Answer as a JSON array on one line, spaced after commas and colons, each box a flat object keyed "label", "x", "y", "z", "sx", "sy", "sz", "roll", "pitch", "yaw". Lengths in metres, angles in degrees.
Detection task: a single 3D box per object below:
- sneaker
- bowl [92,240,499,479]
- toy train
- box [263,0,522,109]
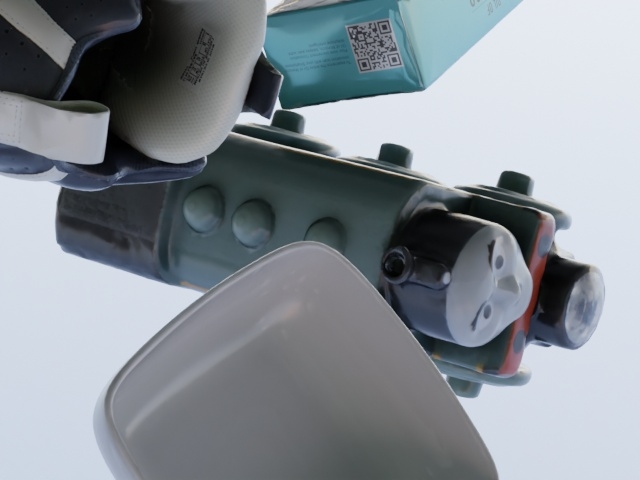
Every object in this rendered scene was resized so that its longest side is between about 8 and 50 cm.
[{"label": "sneaker", "x": -0.071, "y": -0.078, "z": 0.662, "sx": 0.153, "sy": 0.094, "sz": 0.235, "roll": 18, "pitch": -159, "yaw": 16}, {"label": "bowl", "x": -0.014, "y": 0.086, "z": 0.752, "sx": 0.142, "sy": 0.142, "sz": 0.053, "roll": -36, "pitch": 180, "yaw": -36}, {"label": "toy train", "x": 0.000, "y": 0.000, "z": 1.148, "sx": 0.334, "sy": 0.142, "sz": 0.190, "roll": 17, "pitch": -176, "yaw": 34}, {"label": "box", "x": 0.064, "y": -0.159, "z": 1.192, "sx": 0.100, "sy": 0.060, "sz": 0.244, "roll": -5, "pitch": -157, "yaw": 32}]
